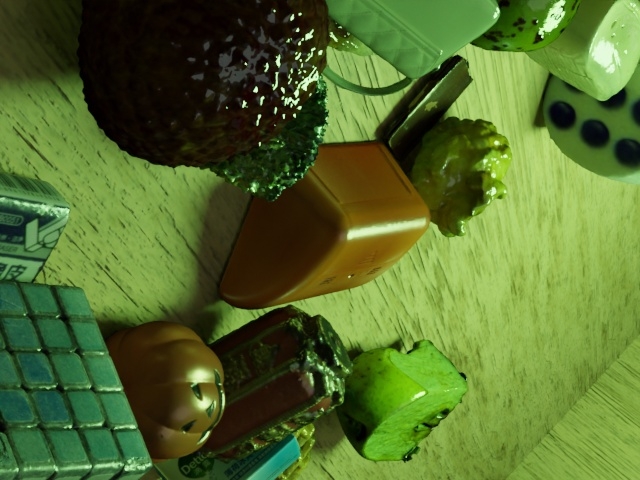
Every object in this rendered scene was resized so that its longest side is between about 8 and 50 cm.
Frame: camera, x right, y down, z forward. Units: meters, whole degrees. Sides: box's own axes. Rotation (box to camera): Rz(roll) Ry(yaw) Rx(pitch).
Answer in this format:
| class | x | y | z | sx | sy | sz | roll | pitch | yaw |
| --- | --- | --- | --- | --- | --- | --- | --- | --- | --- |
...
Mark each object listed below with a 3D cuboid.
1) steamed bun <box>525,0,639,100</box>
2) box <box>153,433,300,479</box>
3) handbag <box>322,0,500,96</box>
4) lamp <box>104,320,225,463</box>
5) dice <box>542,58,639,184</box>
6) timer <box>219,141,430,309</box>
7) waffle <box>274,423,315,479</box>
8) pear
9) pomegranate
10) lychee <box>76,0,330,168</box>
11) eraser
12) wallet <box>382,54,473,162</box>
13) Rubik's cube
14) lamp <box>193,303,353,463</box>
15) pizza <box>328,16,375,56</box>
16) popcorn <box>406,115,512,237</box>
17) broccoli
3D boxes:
| class | x | y | z | sx | sy | sz | roll | pitch | yaw |
| --- | --- | --- | --- | --- | --- | --- | --- | --- | --- |
| steamed bun | 0.403 | -0.333 | 1.571 | 0.155 | 0.200 | 0.250 | -55 | 152 | 6 |
| box | -0.149 | 0.350 | 1.643 | 0.194 | 0.139 | 0.073 | -39 | 147 | -19 |
| handbag | 0.071 | -0.281 | 1.237 | 0.219 | 0.079 | 0.256 | -38 | 136 | 23 |
| lamp | -0.223 | 0.198 | 1.342 | 0.188 | 0.187 | 0.164 | -55 | 151 | 8 |
| dice | 0.574 | -0.254 | 1.825 | 0.251 | 0.259 | 0.243 | -23 | 138 | -37 |
| timer | 0.000 | 0.000 | 1.503 | 0.257 | 0.161 | 0.250 | -10 | 146 | -48 |
| waffle | -0.132 | 0.428 | 1.830 | 0.329 | 0.062 | 0.329 | -34 | 146 | -27 |
| pear | 0.113 | 0.308 | 1.934 | 0.255 | 0.164 | 0.238 | 2 | 132 | -47 |
| pomegranate | 0.230 | -0.358 | 1.370 | 0.198 | 0.245 | 0.198 | -161 | -90 | -88 |
| lychee | -0.115 | -0.195 | 1.010 | 0.260 | 0.260 | 0.261 | -33 | 145 | -27 |
| eraser | -0.369 | -0.014 | 1.034 | 0.124 | 0.068 | 0.210 | -55 | 149 | 15 |
| wallet | 0.165 | -0.204 | 1.571 | 0.176 | 0.026 | 0.095 | -48 | 155 | 0 |
| Rubik's cube | -0.360 | 0.196 | 1.054 | 0.238 | 0.237 | 0.237 | -41 | 155 | 25 |
| lamp | -0.092 | 0.209 | 1.487 | 0.274 | 0.177 | 0.177 | -29 | 152 | 13 |
| pizza | 0.062 | -0.304 | 1.318 | 0.181 | 0.034 | 0.262 | -51 | 149 | -1 |
| popcorn | 0.220 | -0.100 | 1.617 | 0.198 | 0.155 | 0.197 | -53 | 170 | -14 |
| broccoli | -0.097 | -0.147 | 1.207 | 0.194 | 0.194 | 0.220 | -23 | 163 | -38 |
